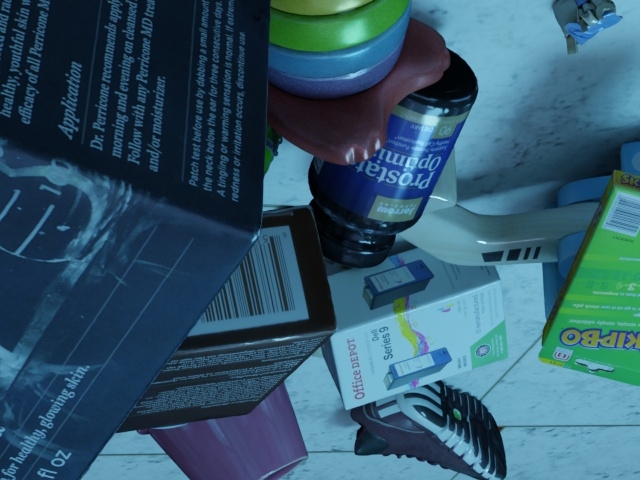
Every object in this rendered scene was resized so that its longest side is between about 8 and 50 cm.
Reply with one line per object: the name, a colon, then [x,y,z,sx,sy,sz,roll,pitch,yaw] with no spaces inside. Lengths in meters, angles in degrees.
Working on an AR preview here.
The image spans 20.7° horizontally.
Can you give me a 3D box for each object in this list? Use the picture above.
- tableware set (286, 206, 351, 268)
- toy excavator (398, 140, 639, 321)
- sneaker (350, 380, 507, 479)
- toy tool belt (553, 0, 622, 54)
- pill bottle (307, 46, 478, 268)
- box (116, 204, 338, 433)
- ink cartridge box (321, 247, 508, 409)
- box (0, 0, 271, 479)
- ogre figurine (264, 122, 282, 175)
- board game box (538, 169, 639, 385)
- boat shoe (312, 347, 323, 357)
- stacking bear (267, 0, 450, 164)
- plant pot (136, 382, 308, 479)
tableware set: [0.000,0.000,1.984,0.104,0.024,0.154,-28,147,27]
toy excavator: [0.282,0.007,1.937,0.445,0.222,0.433,-8,151,13]
sneaker: [0.139,0.273,2.460,0.162,0.106,0.281,-20,140,26]
toy tool belt: [0.264,-0.215,1.666,0.083,0.051,0.052,-33,145,33]
pill bottle: [0.060,-0.084,1.695,0.123,0.123,0.219,4,129,-25]
box: [-0.129,0.091,1.812,0.191,0.143,0.381,-7,163,-19]
ink cartridge box: [0.106,0.095,2.064,0.212,0.093,0.154,-16,138,-5]
box: [-0.351,-0.037,1.360,0.472,0.297,0.480,21,132,-19]
ogre figurine: [-0.125,-0.078,1.704,0.097,0.118,0.197,-32,145,33]
board game box: [0.318,0.045,1.794,0.124,0.039,0.259,15,130,-3]
boat shoe: [0.065,0.113,2.167,0.170,0.063,0.059,-6,157,-7]
stacking bear: [0.005,-0.234,1.440,0.164,0.175,0.289,25,146,23]
plant pot: [-0.113,0.215,2.102,0.201,0.180,0.201,-30,169,-7]
